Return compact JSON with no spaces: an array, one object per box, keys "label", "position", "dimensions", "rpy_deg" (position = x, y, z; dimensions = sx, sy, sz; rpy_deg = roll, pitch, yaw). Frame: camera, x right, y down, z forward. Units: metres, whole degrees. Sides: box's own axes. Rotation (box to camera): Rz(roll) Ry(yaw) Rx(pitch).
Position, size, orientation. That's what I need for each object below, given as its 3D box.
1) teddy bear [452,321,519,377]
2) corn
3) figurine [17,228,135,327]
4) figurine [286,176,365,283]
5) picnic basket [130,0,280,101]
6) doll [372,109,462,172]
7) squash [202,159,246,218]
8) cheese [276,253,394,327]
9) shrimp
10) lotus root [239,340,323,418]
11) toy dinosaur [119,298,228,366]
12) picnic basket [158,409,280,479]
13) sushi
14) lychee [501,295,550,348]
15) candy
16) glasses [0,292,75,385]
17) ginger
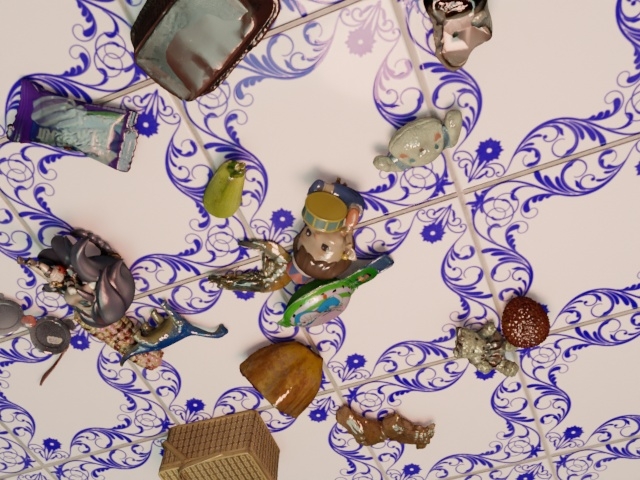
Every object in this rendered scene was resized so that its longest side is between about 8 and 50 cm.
[{"label":"teddy bear","position":[0.414,0.273,1.805],"dimensions":[0.213,0.111,0.133],"rpy_deg":[17,82,-21]},{"label":"corn","position":[-0.527,0.240,1.822],"dimensions":[0.092,0.092,0.280],"rpy_deg":[-31,122,21]},{"label":"figurine","position":[-0.560,0.086,1.647],"dimensions":[0.197,0.175,0.265],"rpy_deg":[-36,126,-16]},{"label":"figurine","position":[0.007,-0.003,1.587],"dimensions":[0.158,0.161,0.276],"rpy_deg":[-22,142,-36]},{"label":"picnic basket","position":[-0.233,-0.407,1.333],"dimensions":[0.222,0.129,0.297],"rpy_deg":[38,117,-20]},{"label":"doll","position":[0.212,-0.209,1.495],"dimensions":[0.214,0.072,0.103],"rpy_deg":[-30,134,11]},{"label":"squash","position":[-0.202,-0.133,1.558],"dimensions":[0.090,0.075,0.200],"rpy_deg":[36,142,-1]},{"label":"cheese","position":[0.037,0.128,1.703],"dimensions":[0.320,0.083,0.204],"rpy_deg":[-31,156,10]},{"label":"shrimp","position":[-0.172,0.064,1.712],"dimensions":[0.217,0.051,0.150],"rpy_deg":[-4,122,-5]},{"label":"lotus root","position":[-0.089,0.346,1.855],"dimensions":[0.180,0.199,0.188],"rpy_deg":[-50,155,-3]},{"label":"toy dinosaur","position":[-0.384,0.267,1.799],"dimensions":[0.188,0.248,0.075],"rpy_deg":[41,159,-6]},{"label":"picnic basket","position":[-0.298,0.661,2.049],"dimensions":[0.312,0.175,0.228],"rpy_deg":[-15,124,12]},{"label":"sushi","position":[0.249,-0.461,1.280],"dimensions":[0.124,0.130,0.332],"rpy_deg":[-11,124,9]},{"label":"lychee","position":[0.508,0.203,1.741],"dimensions":[0.123,0.123,0.129],"rpy_deg":[-31,93,21]},{"label":"candy","position":[-0.530,-0.244,1.495],"dimensions":[0.275,0.070,0.145],"rpy_deg":[16,115,-7]},{"label":"glasses","position":[-0.804,0.270,1.879],"dimensions":[0.234,0.118,0.268],"rpy_deg":[24,142,-16]},{"label":"ginger","position":[0.183,0.545,2.009],"dimensions":[0.290,0.084,0.122],"rpy_deg":[12,131,-6]}]
